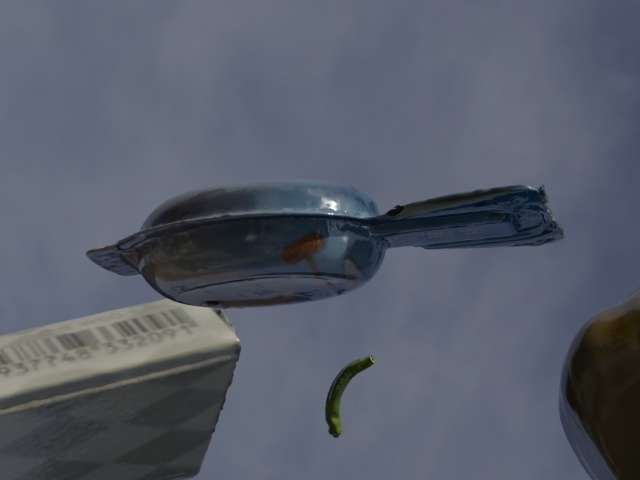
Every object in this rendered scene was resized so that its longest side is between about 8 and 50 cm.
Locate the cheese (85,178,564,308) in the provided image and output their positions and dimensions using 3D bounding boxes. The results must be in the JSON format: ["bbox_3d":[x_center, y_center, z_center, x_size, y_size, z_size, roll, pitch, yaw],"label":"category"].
[{"bbox_3d":[0.000,0.000,0.890,0.245,0.135,0.052,-6,-102,13],"label":"cheese"}]

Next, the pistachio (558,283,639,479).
[{"bbox_3d":[0.252,0.117,0.916,0.166,0.288,0.197,-38,-153,46],"label":"pistachio"}]

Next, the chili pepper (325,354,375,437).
[{"bbox_3d":[0.022,0.135,1.510,0.030,0.017,0.083,18,-76,-2],"label":"chili pepper"}]

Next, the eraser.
[{"bbox_3d":[-0.264,0.141,1.146,0.082,0.397,0.213,62,-29,31],"label":"eraser"}]
